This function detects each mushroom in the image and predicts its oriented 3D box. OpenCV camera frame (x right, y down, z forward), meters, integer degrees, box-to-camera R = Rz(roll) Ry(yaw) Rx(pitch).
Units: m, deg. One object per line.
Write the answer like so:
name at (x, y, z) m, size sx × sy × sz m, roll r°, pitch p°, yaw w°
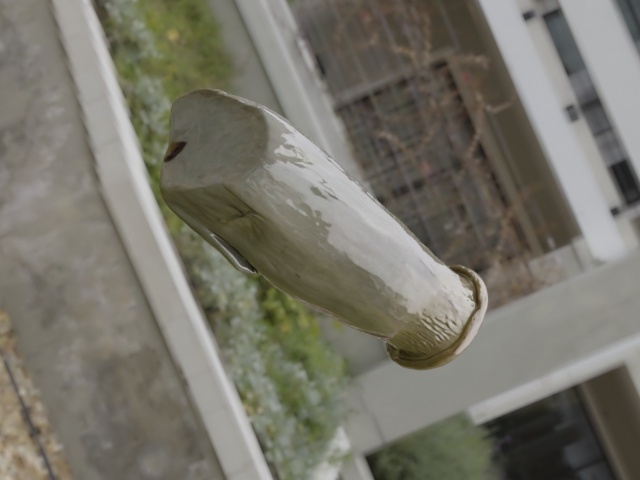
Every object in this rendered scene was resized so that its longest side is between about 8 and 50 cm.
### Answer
mushroom at (0.001, -0.003, 0.930) m, size 0.247 × 0.096 × 0.108 m, roll 36°, pitch -15°, yaw -17°
